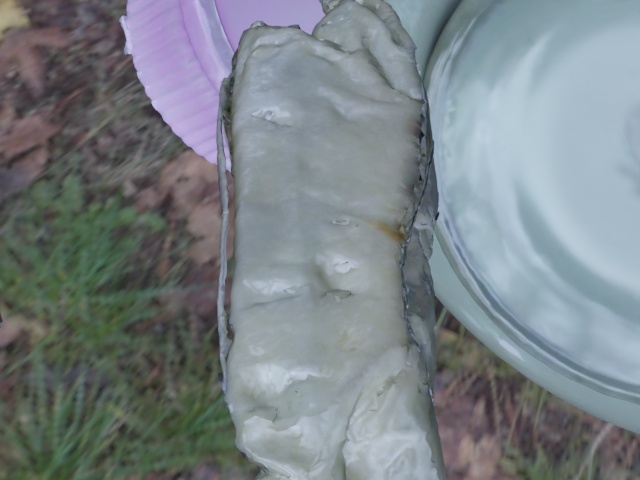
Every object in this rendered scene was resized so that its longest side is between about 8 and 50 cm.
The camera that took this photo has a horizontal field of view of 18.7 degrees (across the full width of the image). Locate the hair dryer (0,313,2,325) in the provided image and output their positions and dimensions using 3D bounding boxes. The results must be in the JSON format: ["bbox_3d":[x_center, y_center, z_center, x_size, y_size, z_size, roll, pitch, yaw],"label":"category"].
[{"bbox_3d":[-0.257,-0.025,1.233,0.075,0.219,0.195,-30,92,-17],"label":"hair dryer"}]

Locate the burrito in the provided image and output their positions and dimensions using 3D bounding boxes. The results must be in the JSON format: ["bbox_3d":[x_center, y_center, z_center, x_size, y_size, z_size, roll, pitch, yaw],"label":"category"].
[{"bbox_3d":[0.002,0.000,0.540,0.063,0.229,0.058,0,138,-1],"label":"burrito"}]

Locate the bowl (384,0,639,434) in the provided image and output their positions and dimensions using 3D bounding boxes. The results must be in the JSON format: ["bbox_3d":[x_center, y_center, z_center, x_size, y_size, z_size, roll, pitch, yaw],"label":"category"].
[{"bbox_3d":[0.145,-0.059,0.678,0.354,0.185,0.354,13,122,21],"label":"bowl"}]

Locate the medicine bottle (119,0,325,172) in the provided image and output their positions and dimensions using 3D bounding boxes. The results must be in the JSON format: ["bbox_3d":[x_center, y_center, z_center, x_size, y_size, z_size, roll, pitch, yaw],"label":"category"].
[{"bbox_3d":[0.046,-0.145,1.009,0.291,0.178,0.178,-20,102,49],"label":"medicine bottle"}]
